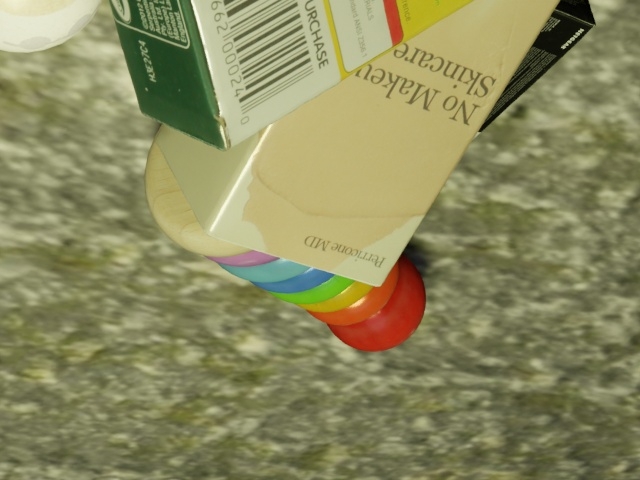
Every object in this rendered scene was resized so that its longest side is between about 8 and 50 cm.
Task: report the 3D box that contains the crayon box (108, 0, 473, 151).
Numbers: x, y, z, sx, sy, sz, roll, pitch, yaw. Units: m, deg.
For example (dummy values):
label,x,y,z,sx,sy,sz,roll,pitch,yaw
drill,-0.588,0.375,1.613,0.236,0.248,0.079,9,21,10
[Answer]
label,x,y,z,sx,sy,sz,roll,pitch,yaw
crayon box,0.030,-0.207,0.879,0.318,0.081,0.202,-32,126,-28

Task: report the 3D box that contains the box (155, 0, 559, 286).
label,x,y,z,sx,sy,sz,roll,pitch,yaw
box,0.039,-0.139,1.102,0.148,0.121,0.311,16,116,-31

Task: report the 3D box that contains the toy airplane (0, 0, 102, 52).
label,x,y,z,sx,sy,sz,roll,pitch,yaw
toy airplane,-0.201,-0.190,0.922,0.386,0.272,0.384,-43,155,20

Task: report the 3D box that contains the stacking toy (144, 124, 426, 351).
label,x,y,z,sx,sy,sz,roll,pitch,yaw
stacking toy,0.000,0.000,1.394,0.141,0.141,0.330,-22,150,17

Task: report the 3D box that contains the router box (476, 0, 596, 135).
label,x,y,z,sx,sy,sz,roll,pitch,yaw
router box,0.097,-0.144,1.194,0.046,0.133,0.179,16,138,-33
